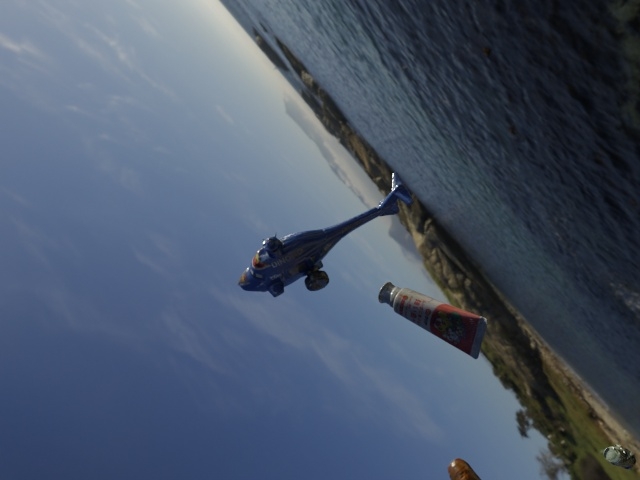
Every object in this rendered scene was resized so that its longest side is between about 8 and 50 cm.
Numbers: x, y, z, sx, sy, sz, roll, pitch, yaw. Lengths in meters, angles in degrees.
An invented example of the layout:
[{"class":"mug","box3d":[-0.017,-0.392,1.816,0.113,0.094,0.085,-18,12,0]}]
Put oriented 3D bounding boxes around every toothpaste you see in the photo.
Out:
[{"class":"toothpaste","box3d":[0.225,0.151,0.938,0.234,0.089,0.057,24,-154,39]}]

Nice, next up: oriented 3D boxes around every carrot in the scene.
[{"class":"carrot","box3d":[0.198,0.318,0.578,0.093,0.032,0.032,47,-174,35]}]

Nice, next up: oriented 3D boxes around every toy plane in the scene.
[{"class":"toy plane","box3d":[0.000,0.000,0.391,0.062,0.167,0.054,54,-169,-52]}]

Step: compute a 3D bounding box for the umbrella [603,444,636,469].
[{"class":"umbrella","box3d":[0.657,0.470,1.005,0.188,0.050,0.046,33,-160,-43]}]
